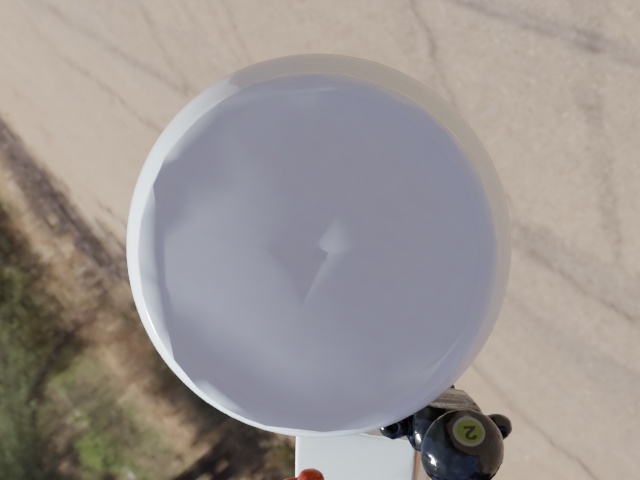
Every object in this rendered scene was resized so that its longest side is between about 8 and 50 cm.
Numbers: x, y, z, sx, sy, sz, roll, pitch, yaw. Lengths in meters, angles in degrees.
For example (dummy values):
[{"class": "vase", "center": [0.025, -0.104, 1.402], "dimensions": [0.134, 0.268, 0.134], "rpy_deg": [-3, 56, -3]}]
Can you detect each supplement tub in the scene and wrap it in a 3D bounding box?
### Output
[{"class": "supplement tub", "center": [0.000, 0.000, 0.822], "dimensions": [0.228, 0.228, 0.316], "rpy_deg": [52, -178, -2]}]

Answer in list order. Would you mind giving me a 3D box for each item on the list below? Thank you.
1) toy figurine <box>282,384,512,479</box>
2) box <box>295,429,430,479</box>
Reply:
[{"class": "toy figurine", "center": [0.082, 0.231, 0.958], "dimensions": [0.210, 0.213, 0.148], "rpy_deg": [53, 179, -12]}, {"class": "box", "center": [0.065, 0.366, 1.834], "dimensions": [0.215, 0.168, 0.345], "rpy_deg": [-62, -24, -63]}]
